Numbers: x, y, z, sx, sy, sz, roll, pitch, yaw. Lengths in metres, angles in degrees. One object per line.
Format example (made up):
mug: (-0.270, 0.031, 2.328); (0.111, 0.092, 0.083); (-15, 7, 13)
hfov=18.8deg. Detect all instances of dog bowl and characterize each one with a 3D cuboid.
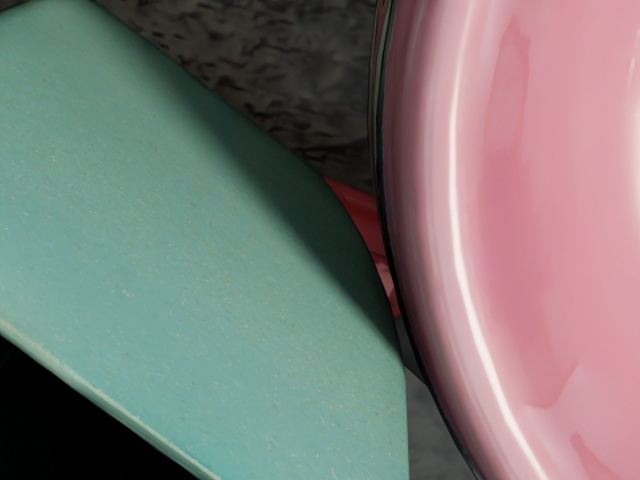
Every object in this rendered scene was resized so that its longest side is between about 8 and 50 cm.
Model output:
dog bowl: (0.199, -0.028, 0.537); (0.408, 0.150, 0.408); (2, 101, 12)

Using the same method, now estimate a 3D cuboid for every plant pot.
plant pot: (-0.078, 0.038, 0.545); (0.165, 0.234, 0.165); (38, 116, -12)

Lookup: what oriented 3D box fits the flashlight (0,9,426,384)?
flashlight: (0.000, 0.000, 0.699); (0.304, 0.103, 0.103); (21, 123, -11)
